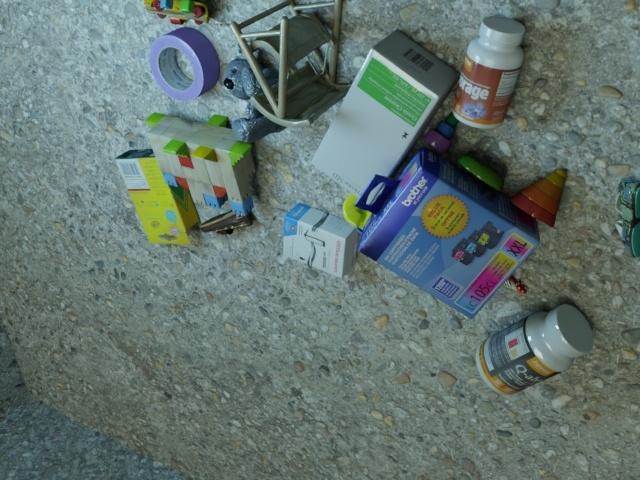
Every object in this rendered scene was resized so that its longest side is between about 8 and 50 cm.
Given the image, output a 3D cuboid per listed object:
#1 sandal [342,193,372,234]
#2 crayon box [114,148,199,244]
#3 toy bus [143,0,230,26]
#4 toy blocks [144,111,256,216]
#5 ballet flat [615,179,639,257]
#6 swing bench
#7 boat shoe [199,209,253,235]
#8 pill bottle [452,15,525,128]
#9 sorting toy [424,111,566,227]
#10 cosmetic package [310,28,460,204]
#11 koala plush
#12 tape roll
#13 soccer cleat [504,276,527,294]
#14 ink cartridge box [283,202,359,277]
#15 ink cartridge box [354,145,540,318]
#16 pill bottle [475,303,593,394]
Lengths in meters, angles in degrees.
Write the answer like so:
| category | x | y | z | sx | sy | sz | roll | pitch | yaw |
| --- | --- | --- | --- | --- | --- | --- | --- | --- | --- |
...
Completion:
| category | x | y | z | sx | sy | sz | roll | pitch | yaw |
| --- | --- | --- | --- | --- | --- | --- | --- | --- | --- |
| sandal | 0.209 | -0.031 | 1.897 | 0.317 | 0.126 | 0.138 | 28 | 170 | 6 |
| crayon box | -0.523 | -0.141 | 2.332 | 0.202 | 0.081 | 0.319 | 3 | 121 | 34 |
| toy bus | -0.358 | -0.628 | 1.852 | 0.190 | 0.202 | 0.105 | 11 | 96 | 37 |
| toy blocks | -0.337 | -0.213 | 2.108 | 0.381 | 0.191 | 0.261 | 16 | 139 | 25 |
| ballet flat | 0.685 | -0.051 | 1.581 | 0.070 | 0.070 | 0.189 | 8 | 123 | 30 |
| swing bench | -0.051 | -0.427 | 1.682 | 0.165 | 0.253 | 0.255 | 5 | 123 | 32 |
| boat shoe | -0.298 | -0.050 | 2.246 | 0.207 | 0.073 | 0.073 | -16 | 109 | 41 |
| pill bottle | 0.363 | -0.360 | 1.534 | 0.121 | 0.121 | 0.216 | 24 | 131 | 19 |
| sorting toy | 0.421 | -0.183 | 1.658 | 0.365 | 0.127 | 0.126 | 38 | 105 | 10 |
| cosmetic package | 0.149 | -0.287 | 1.713 | 0.197 | 0.155 | 0.366 | 36 | 133 | 6 |
| koala plush | -0.171 | -0.399 | 1.867 | 0.221 | 0.203 | 0.196 | 45 | 136 | 30 |
| tape roll | -0.379 | -0.489 | 1.987 | 0.188 | 0.080 | 0.189 | 17 | 128 | 23 |
| soccer cleat | 0.495 | 0.113 | 1.845 | 0.083 | 0.029 | 0.036 | 38 | 143 | 11 |
| ink cartridge box | 0.000 | 0.000 | 2.066 | 0.203 | 0.086 | 0.148 | 21 | 130 | 22 |
| ink cartridge box | 0.274 | -0.033 | 1.701 | 0.395 | 0.151 | 0.270 | 31 | 117 | -6 |
| pill bottle | 0.546 | 0.279 | 1.833 | 0.162 | 0.162 | 0.278 | 46 | 135 | -2 |
